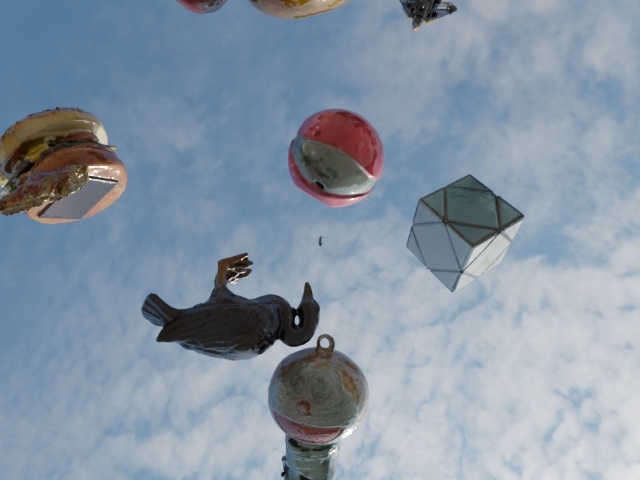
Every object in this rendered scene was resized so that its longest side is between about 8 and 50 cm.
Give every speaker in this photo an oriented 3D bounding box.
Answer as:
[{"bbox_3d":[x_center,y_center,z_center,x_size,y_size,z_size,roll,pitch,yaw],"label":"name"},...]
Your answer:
[{"bbox_3d":[0.050,-0.250,1.395,0.294,0.294,0.295,0,-98,-2],"label":"speaker"}]

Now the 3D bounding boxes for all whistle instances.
[{"bbox_3d":[-0.013,0.338,0.828,0.189,0.189,0.348,6,-82,-2],"label":"whistle"}]

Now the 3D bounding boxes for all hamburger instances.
[{"bbox_3d":[-0.648,-0.190,1.166,0.291,0.291,0.225,-35,-98,-7],"label":"hamburger"}]

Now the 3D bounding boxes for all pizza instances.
[{"bbox_3d":[-0.515,-0.107,0.889,0.188,0.198,0.062,-41,-60,-37],"label":"pizza"}]

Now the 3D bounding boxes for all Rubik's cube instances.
[{"bbox_3d":[0.388,-0.022,1.280,0.204,0.207,0.205,-27,-123,-23],"label":"Rubik's cube"}]

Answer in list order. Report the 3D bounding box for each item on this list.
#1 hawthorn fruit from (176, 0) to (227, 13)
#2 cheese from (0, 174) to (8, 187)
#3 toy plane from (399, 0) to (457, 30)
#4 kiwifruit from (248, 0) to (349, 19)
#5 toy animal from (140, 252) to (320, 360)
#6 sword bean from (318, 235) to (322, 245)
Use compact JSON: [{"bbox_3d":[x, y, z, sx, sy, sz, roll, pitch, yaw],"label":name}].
[{"bbox_3d":[-0.310,-0.651,1.130,0.188,0.169,0.169,35,-98,-1],"label":"hawthorn fruit"},{"bbox_3d":[-0.896,-0.227,1.402,0.167,0.123,0.094,-30,-93,-19],"label":"cheese"},{"bbox_3d":[0.286,-0.657,1.307,0.204,0.316,0.103,19,-56,3],"label":"toy plane"},{"bbox_3d":[-0.033,-0.387,0.536,0.195,0.196,0.234,-12,-60,-4],"label":"kiwifruit"},{"bbox_3d":[-0.150,0.123,0.812,0.298,0.122,0.186,-9,-117,-26],"label":"toy animal"},{"bbox_3d":[0.000,0.000,1.230,0.012,0.083,0.012,0,-76,2],"label":"sword bean"}]
